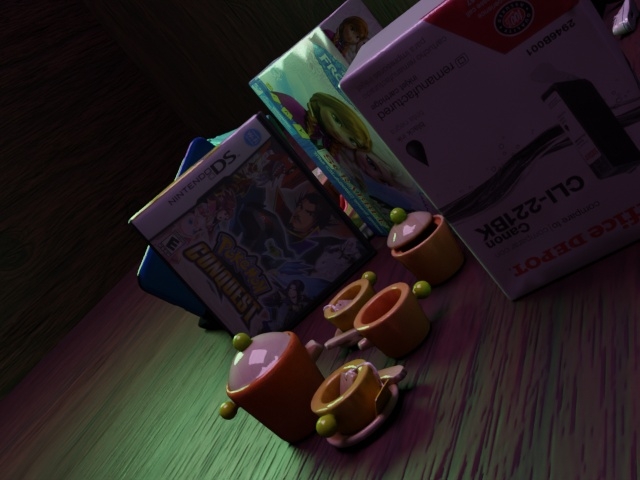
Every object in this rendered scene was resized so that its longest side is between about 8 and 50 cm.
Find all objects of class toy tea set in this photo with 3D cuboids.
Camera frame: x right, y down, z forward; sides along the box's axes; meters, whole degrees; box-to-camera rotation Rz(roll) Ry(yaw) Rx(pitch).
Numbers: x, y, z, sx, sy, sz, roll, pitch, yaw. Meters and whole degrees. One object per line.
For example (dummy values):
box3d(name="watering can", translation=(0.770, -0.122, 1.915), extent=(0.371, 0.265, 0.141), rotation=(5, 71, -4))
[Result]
box3d(name="toy tea set", translation=(0.026, 0.075, 0.783), extent=(0.200, 0.124, 0.336), rotation=(-27, 19, 44))

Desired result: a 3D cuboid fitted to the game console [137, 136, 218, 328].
box3d(name="game console", translation=(-0.223, -0.004, 1.337), extent=(0.250, 0.173, 0.293), rotation=(147, 144, -69))

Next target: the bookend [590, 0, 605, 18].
box3d(name="bookend", translation=(0.462, -0.434, 1.384), extent=(0.156, 0.072, 0.157), rotation=(-30, 17, 38))

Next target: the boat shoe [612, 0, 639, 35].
box3d(name="boat shoe", translation=(0.489, -0.359, 1.150), extent=(0.035, 0.035, 0.100), rotation=(-24, 27, 42))

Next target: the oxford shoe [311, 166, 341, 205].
box3d(name="oxford shoe", translation=(0.011, -0.097, 1.267), extent=(0.397, 0.140, 0.146), rotation=(-41, 39, -9))

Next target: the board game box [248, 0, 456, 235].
box3d(name="board game box", translation=(0.065, -0.141, 0.972), extent=(0.066, 0.318, 0.318), rotation=(-45, 13, -15))

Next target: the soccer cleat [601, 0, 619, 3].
box3d(name="soccer cleat", translation=(0.576, -0.480, 1.255), extent=(0.179, 0.060, 0.072), rotation=(-30, 17, 24))

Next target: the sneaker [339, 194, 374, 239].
box3d(name="sneaker", translation=(0.000, 0.000, 1.169), extent=(0.208, 0.094, 0.081), rotation=(-43, 15, -10))

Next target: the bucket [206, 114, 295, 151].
box3d(name="bucket", translation=(-0.137, -0.138, 1.627), extent=(0.183, 0.281, 0.281), rotation=(-28, 15, 8))

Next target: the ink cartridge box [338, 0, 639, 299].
box3d(name="ink cartridge box", translation=(0.181, -0.106, 0.643), extent=(0.197, 0.273, 0.114), rotation=(-32, 19, 29))

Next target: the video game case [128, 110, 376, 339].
box3d(name="video game case", translation=(-0.095, -0.006, 1.047), extent=(0.248, 0.275, 0.035), rotation=(-41, 11, -7))
